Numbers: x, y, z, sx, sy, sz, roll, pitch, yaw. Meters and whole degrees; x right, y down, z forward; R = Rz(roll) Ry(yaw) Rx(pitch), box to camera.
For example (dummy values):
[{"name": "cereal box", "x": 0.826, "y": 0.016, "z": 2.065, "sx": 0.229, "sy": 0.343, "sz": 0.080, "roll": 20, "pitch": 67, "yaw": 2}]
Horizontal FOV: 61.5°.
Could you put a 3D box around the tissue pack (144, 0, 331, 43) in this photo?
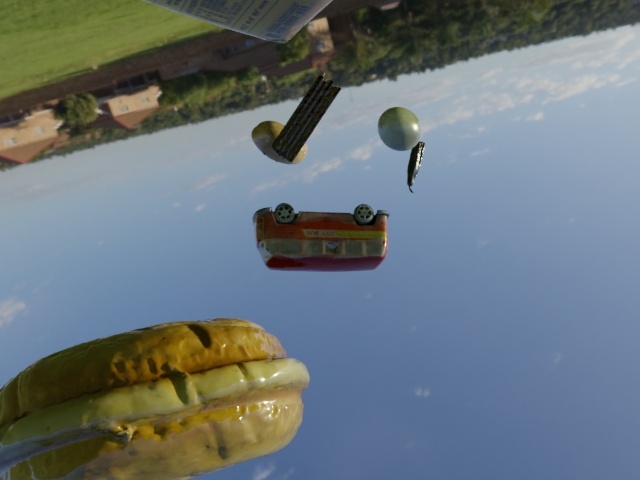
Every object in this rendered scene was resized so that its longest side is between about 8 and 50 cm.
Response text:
[{"name": "tissue pack", "x": -0.077, "y": -0.414, "z": 0.612, "sx": 0.293, "sy": 0.228, "sz": 0.382, "roll": 8, "pitch": 176, "yaw": -25}]

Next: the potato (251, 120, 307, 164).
[{"name": "potato", "x": -0.123, "y": -0.289, "z": 1.587, "sx": 0.109, "sy": 0.178, "sz": 0.118, "roll": -54, "pitch": -145, "yaw": 13}]

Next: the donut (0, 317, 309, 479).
[{"name": "donut", "x": -0.231, "y": 0.246, "z": 0.761, "sx": 0.449, "sy": 0.198, "sz": 0.449, "roll": -15, "pitch": 160, "yaw": -6}]

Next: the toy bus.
[{"name": "toy bus", "x": 0.000, "y": 0.000, "z": 0.691, "sx": 0.174, "sy": 0.077, "sz": 0.079, "roll": 0, "pitch": 161, "yaw": -9}]

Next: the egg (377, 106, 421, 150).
[{"name": "egg", "x": 0.217, "y": -0.309, "z": 1.487, "sx": 0.114, "sy": 0.114, "sz": 0.152, "roll": -3, "pitch": 160, "yaw": 36}]

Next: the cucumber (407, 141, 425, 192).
[{"name": "cucumber", "x": 0.289, "y": -0.231, "z": 1.672, "sx": 0.043, "sy": 0.163, "sz": 0.039, "roll": 17, "pitch": 176, "yaw": -11}]

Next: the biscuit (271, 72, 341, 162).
[{"name": "biscuit", "x": -0.039, "y": -0.330, "z": 1.438, "sx": 0.252, "sy": 0.070, "sz": 0.106, "roll": -56, "pitch": -168, "yaw": 9}]
